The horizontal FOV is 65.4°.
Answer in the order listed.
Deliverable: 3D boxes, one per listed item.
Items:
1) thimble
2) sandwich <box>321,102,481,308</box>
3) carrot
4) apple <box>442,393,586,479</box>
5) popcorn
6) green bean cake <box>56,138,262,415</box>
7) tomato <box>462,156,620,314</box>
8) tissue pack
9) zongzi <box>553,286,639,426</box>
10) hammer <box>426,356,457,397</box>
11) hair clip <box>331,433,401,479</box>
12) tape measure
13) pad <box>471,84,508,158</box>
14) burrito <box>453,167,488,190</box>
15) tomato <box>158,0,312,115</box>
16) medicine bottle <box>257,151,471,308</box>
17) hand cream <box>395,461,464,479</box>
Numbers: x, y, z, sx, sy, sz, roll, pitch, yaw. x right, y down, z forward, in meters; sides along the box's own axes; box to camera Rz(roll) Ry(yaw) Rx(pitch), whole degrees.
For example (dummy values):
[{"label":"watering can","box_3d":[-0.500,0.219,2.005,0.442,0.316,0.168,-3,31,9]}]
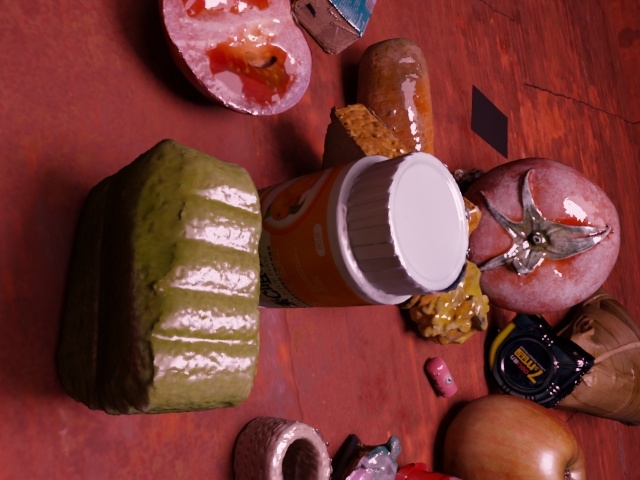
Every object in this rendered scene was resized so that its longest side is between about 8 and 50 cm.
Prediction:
[{"label":"thimble","box_3d":[-0.049,0.291,0.647,0.102,0.090,0.115,-40,109,-41]},{"label":"sandwich","box_3d":[0.096,-0.042,0.709,0.087,0.226,0.251,-21,55,-25]},{"label":"carrot","box_3d":[0.143,-0.200,0.890,0.138,0.138,0.302,-23,101,-44]},{"label":"apple","box_3d":[0.362,0.418,0.928,0.256,0.233,0.257,14,70,-43]},{"label":"popcorn","box_3d":[0.244,0.117,0.939,0.173,0.142,0.174,20,54,-29]},{"label":"green bean cake","box_3d":[-0.158,0.040,0.494,0.125,0.222,0.248,12,71,-41]},{"label":"tomato","box_3d":[0.425,-0.007,1.012,0.282,0.316,0.317,-18,96,-70]},{"label":"tissue pack","box_3d":[0.031,-0.426,0.857,0.120,0.082,0.169,37,59,-33]},{"label":"zongzi","box_3d":[0.677,0.244,1.364,0.499,0.218,0.467,18,41,-27]},{"label":"hammer","box_3d":[0.235,0.265,0.963,0.043,0.043,0.083,-42,113,-40]},{"label":"hair clip","box_3d":[-0.014,0.406,0.678,0.095,0.110,0.358,39,51,17]},{"label":"tape measure","box_3d":[0.461,0.261,1.087,0.112,0.199,0.186,20,114,-48]},{"label":"pad","box_3d":[0.442,-0.304,1.294,0.190,0.004,0.127,23,68,-41]},{"label":"burrito","box_3d":[0.380,-0.122,1.159,0.229,0.063,0.058,23,57,-42]},{"label":"tomato","box_3d":[-0.126,-0.264,0.656,0.199,0.112,0.228,-25,101,-36]},{"label":"medicine bottle","box_3d":[0.000,0.000,0.586,0.158,0.318,0.158,10,76,-44]},{"label":"hand cream","box_3d":[0.179,0.476,0.764,0.230,0.149,0.230,-12,106,-51]}]
